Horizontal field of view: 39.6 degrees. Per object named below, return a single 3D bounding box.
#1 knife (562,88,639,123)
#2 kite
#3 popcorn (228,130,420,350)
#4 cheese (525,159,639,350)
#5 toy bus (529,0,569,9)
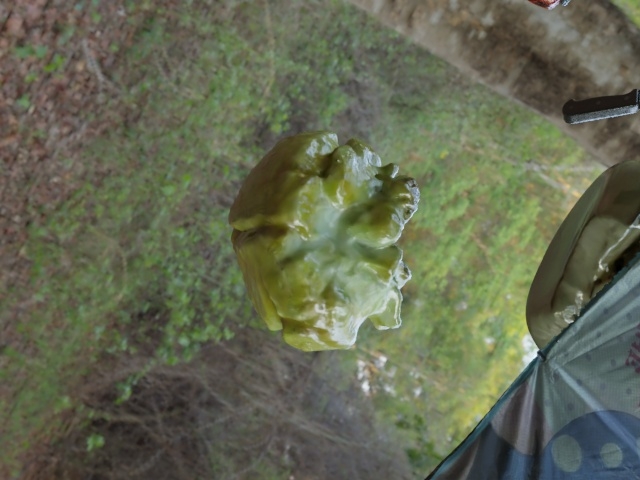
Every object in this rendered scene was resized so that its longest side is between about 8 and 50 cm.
[{"bbox_3d":[0.404,-0.185,1.042,0.245,0.019,0.072,-7,-124,34],"label":"knife"},{"bbox_3d":[0.176,0.137,0.414,0.011,0.314,0.335,144,-50,-65],"label":"kite"},{"bbox_3d":[0.000,0.000,0.900,0.204,0.184,0.221,-125,-148,-76],"label":"popcorn"},{"bbox_3d":[0.256,0.011,0.777,0.175,0.091,0.202,-60,172,-23],"label":"cheese"},{"bbox_3d":[0.225,-0.277,0.709,0.195,0.081,0.089,-47,179,12],"label":"toy bus"}]
